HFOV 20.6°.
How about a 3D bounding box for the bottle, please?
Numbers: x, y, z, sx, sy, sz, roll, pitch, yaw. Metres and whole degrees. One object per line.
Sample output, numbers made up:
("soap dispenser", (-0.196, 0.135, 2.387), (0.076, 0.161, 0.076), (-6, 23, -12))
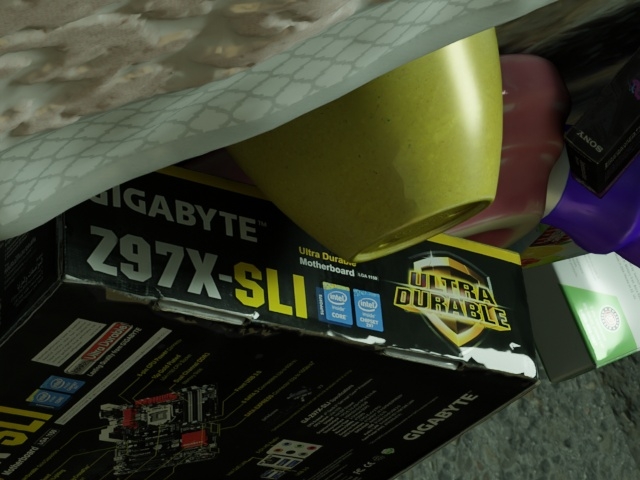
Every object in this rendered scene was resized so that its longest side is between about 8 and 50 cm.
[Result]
("bottle", (0.251, -0.025, 1.194), (0.283, 0.118, 0.092), (11, 124, -24))

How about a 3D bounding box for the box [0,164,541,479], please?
("box", (-0.087, 0.085, 0.894), (0.257, 0.079, 0.322), (15, 144, -30))

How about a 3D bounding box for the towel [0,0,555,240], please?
("towel", (0.010, -0.101, 0.529), (0.332, 0.053, 0.317), (-23, 171, -8))

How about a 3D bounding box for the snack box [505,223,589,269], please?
("snack box", (0.232, -0.040, 1.370), (0.175, 0.070, 0.207), (-13, 171, -8))

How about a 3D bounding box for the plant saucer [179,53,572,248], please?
("plant saucer", (0.000, 0.000, 1.022), (0.332, 0.084, 0.332), (-23, 172, -4))

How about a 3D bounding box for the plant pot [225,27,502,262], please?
("plant pot", (0.024, -0.046, 0.750), (0.134, 0.095, 0.134), (-22, 172, -3))

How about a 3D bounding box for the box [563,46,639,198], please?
("box", (0.189, -0.084, 1.025), (0.116, 0.029, 0.162), (-50, 168, 2))

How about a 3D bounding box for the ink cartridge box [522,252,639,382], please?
("ink cartridge box", (0.297, 0.023, 1.685), (0.219, 0.160, 0.092), (-18, 172, -26))
